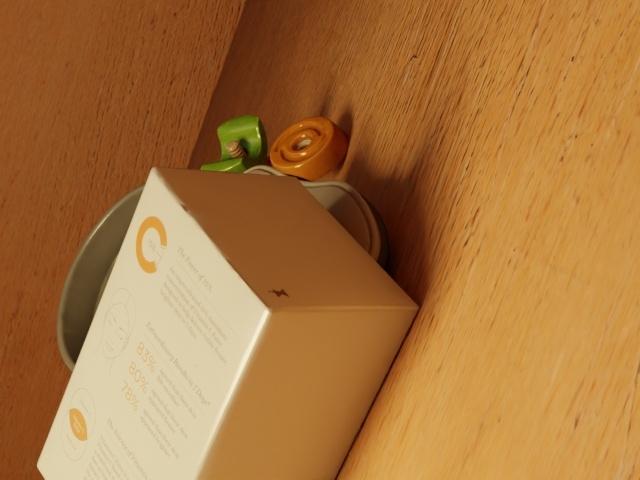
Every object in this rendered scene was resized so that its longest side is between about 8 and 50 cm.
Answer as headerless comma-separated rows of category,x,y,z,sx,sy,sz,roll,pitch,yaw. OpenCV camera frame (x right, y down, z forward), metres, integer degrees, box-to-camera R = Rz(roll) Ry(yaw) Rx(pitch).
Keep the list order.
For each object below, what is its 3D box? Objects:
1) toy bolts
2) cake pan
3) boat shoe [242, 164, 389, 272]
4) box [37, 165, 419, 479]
toy bolts,-0.051,-0.028,1.783,0.218,0.158,0.228,-5,46,33
cake pan,-0.234,0.057,1.895,0.293,0.054,0.293,-26,48,33
boat shoe,0.000,0.000,1.457,0.112,0.095,0.335,-51,29,-4
box,-0.095,0.137,1.294,0.215,0.168,0.345,48,124,40
